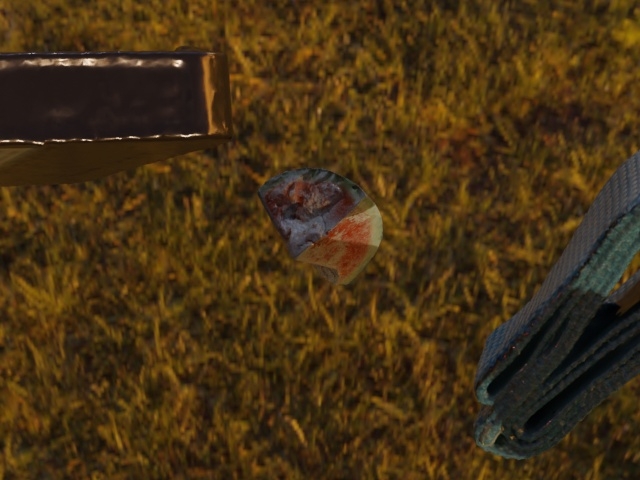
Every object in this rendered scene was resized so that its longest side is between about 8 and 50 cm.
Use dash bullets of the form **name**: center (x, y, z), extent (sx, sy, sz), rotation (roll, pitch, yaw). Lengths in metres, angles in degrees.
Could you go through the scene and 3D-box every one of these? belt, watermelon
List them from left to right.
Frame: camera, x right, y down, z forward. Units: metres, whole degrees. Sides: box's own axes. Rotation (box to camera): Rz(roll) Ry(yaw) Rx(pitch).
- **watermelon**: center (0.000, 0.000, 0.805), extent (0.085, 0.085, 0.061), rotation (28, 46, 17)
- **belt**: center (0.141, 0.039, 0.605), extent (0.100, 0.179, 0.065), rotation (33, 36, -7)

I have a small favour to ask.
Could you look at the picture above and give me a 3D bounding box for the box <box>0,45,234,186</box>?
- **box**: center (-0.204, -0.068, 0.813), extent (0.211, 0.350, 0.058), rotation (-3, 90, -25)
